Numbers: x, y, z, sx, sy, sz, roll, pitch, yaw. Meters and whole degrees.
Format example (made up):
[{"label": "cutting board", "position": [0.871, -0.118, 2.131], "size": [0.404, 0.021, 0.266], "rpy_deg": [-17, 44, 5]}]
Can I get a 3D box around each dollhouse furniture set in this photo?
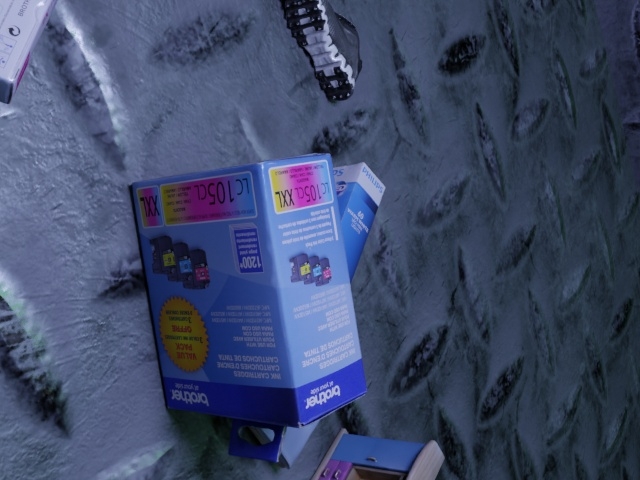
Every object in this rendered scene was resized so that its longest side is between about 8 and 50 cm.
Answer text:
[{"label": "dollhouse furniture set", "position": [0.011, 0.322, 1.291], "size": [0.286, 0.198, 0.303], "rpy_deg": [-54, 125, -38]}]

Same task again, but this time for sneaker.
[{"label": "sneaker", "position": [0.012, -0.369, 1.451], "size": [0.106, 0.078, 0.234], "rpy_deg": [-57, 132, -39]}]

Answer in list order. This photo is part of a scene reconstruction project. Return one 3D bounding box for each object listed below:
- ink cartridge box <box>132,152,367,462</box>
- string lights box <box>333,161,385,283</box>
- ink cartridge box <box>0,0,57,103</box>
[{"label": "ink cartridge box", "position": [-0.095, 0.094, 1.128], "size": [0.151, 0.270, 0.395], "rpy_deg": [-16, 99, -48]}, {"label": "string lights box", "position": [0.000, 0.000, 1.356], "size": [0.077, 0.133, 0.259], "rpy_deg": [45, 55, -37]}, {"label": "ink cartridge box", "position": [-0.435, -0.281, 0.840], "size": [0.311, 0.065, 0.185], "rpy_deg": [22, 63, -17]}]
